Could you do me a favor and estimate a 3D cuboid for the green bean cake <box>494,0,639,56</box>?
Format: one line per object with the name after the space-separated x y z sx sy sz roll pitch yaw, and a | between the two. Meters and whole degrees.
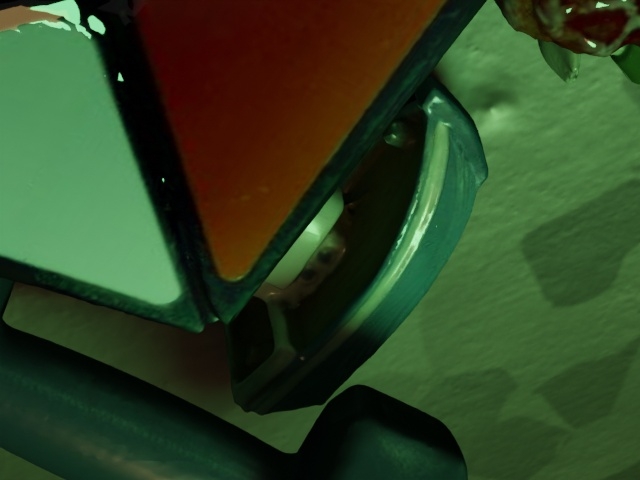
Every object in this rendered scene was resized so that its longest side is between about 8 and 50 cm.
0.180 -0.165 0.707 0.232 0.097 0.198 -15 132 -3 | green bean cake

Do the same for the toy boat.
0.000 0.000 0.808 0.102 0.088 0.215 25 121 -28 | toy boat

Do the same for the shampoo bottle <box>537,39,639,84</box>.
0.207 -0.108 0.787 0.204 0.065 0.065 -3 131 -14 | shampoo bottle

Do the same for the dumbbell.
-0.095 0.096 0.757 0.325 0.144 0.160 25 125 -2 | dumbbell

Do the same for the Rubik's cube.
-0.094 -0.151 0.539 0.248 0.246 0.250 22 121 -30 | Rubik's cube
